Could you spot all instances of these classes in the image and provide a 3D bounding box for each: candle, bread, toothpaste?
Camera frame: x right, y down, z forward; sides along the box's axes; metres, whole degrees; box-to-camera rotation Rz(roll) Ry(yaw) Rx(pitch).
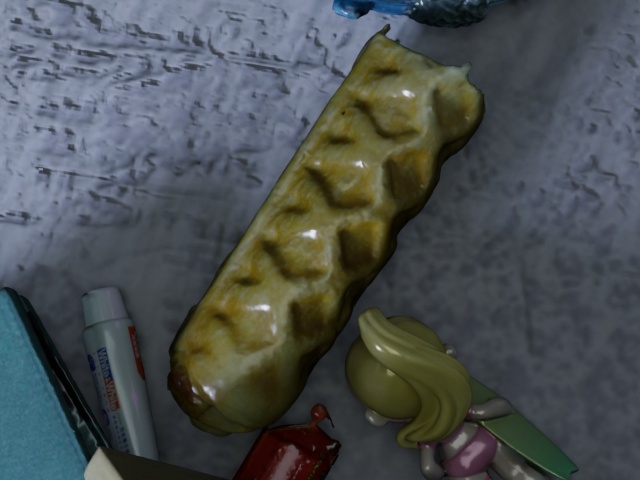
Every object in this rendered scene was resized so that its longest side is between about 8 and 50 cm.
[{"bbox_3d":[-0.032,0.156,1.188,0.052,0.052,0.131,31,84,2],"label":"candle"},{"bbox_3d":[-0.001,0.000,1.177,0.098,0.087,0.269,30,84,38],"label":"bread"},{"bbox_3d":[-0.111,0.136,1.193,0.033,0.052,0.218,-12,82,-12],"label":"toothpaste"}]

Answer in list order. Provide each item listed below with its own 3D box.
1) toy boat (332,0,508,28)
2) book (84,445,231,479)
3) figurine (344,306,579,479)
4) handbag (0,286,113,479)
[{"bbox_3d":[0.094,-0.193,1.196,0.238,0.098,0.109,-15,82,-1],"label":"toy boat"},{"bbox_3d":[-0.004,0.185,1.080,0.231,0.161,0.026,20,104,-36],"label":"book"},{"bbox_3d":[0.084,0.112,1.184,0.083,0.083,0.187,-41,96,-4],"label":"figurine"},{"bbox_3d":[-0.223,0.202,1.144,0.269,0.100,0.274,-33,73,6],"label":"handbag"}]
